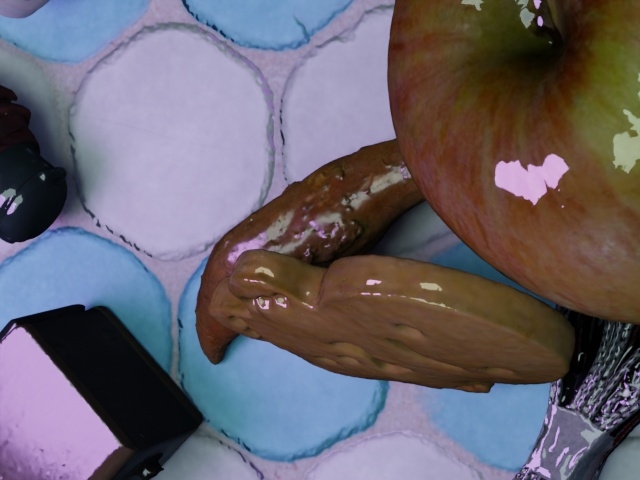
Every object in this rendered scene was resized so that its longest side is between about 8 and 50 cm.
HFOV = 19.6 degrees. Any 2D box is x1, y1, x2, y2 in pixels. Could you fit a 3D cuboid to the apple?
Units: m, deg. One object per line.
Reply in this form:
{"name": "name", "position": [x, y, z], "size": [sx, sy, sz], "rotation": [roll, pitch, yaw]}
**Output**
{"name": "apple", "position": [0.256, -0.131, 1.410], "size": [0.400, 0.333, 0.400], "rotation": [-15, 69, 46]}

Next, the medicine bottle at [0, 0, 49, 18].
{"name": "medicine bottle", "position": [-0.235, -0.331, 1.717], "size": [0.252, 0.144, 0.144], "rotation": [-36, 81, 21]}

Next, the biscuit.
{"name": "biscuit", "position": [0.058, 0.076, 1.536], "size": [0.355, 0.275, 0.052], "rotation": [-3, 66, 53]}

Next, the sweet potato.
{"name": "sweet potato", "position": [-0.013, -0.006, 1.671], "size": [0.354, 0.095, 0.106], "rotation": [-38, 120, 26]}

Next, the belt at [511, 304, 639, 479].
{"name": "belt", "position": [0.214, 0.186, 1.592], "size": [0.126, 0.094, 0.359], "rotation": [31, 105, 23]}

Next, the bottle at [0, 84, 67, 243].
{"name": "bottle", "position": [-0.370, -0.096, 1.801], "size": [0.271, 0.143, 0.156], "rotation": [37, 109, 15]}

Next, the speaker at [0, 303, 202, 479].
{"name": "speaker", "position": [-0.264, 0.201, 1.776], "size": [0.192, 0.153, 0.231], "rotation": [48, 112, 12]}
